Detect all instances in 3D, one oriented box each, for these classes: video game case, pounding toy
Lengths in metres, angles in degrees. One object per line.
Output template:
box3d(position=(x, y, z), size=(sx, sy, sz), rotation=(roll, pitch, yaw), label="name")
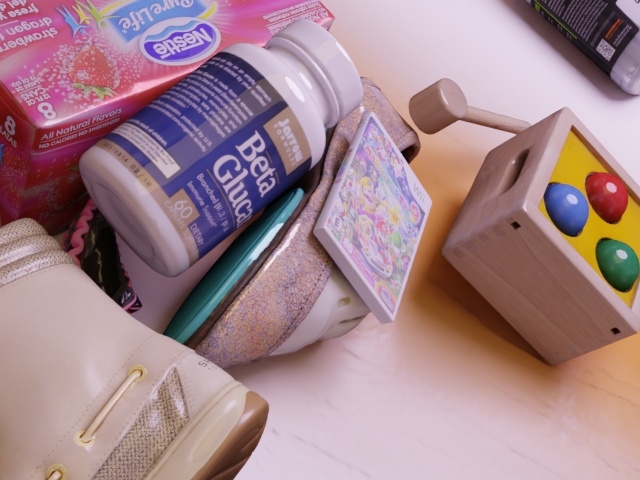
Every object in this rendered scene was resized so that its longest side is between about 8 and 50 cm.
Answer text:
box3d(position=(0.038, -0.017, 0.760), size=(0.087, 0.011, 0.122), rotation=(53, 38, -28), label="video game case")
box3d(position=(0.162, -0.049, 0.846), size=(0.206, 0.094, 0.181), rotation=(45, 46, -14), label="pounding toy")

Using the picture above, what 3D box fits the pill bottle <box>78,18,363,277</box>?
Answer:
box3d(position=(-0.057, -0.063, 0.708), size=(0.169, 0.094, 0.094), rotation=(-40, 75, -18), label="pill bottle")

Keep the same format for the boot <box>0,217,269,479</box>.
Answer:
box3d(position=(-0.182, 0.121, 0.596), size=(0.203, 0.095, 0.262), rotation=(38, 65, 15), label="boot")

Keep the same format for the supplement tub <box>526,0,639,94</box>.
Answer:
box3d(position=(0.266, -0.239, 1.069), size=(0.117, 0.117, 0.190), rotation=(-31, 71, -38), label="supplement tub")

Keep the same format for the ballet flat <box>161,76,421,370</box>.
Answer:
box3d(position=(0.000, 0.000, 0.778), size=(0.106, 0.107, 0.316), rotation=(40, 48, -12), label="ballet flat")

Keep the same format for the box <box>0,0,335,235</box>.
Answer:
box3d(position=(-0.132, -0.116, 0.789), size=(0.256, 0.128, 0.123), rotation=(-28, 68, -38), label="box")

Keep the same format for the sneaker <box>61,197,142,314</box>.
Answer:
box3d(position=(-0.140, 0.026, 0.728), size=(0.057, 0.047, 0.119), rotation=(17, 63, -20), label="sneaker")
